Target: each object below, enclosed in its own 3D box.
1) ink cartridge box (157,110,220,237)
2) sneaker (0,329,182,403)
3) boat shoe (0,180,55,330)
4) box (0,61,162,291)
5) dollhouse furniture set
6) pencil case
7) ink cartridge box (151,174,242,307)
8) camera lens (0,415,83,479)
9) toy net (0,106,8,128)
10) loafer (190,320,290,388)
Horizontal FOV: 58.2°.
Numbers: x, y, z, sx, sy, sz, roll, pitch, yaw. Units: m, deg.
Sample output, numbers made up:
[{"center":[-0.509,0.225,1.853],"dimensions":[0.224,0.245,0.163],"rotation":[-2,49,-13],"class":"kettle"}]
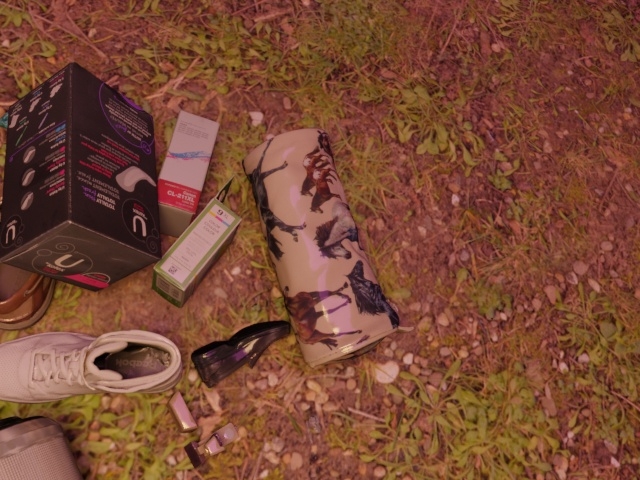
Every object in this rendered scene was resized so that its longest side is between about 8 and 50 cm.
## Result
[{"center":[-0.231,-0.108,0.969],"dimensions":[0.072,0.127,0.175],"rotation":[16,66,-13],"class":"ink cartridge box"},{"center":[-0.341,0.168,0.807],"dimensions":[0.292,0.169,0.108],"rotation":[0,71,-16],"class":"sneaker"},{"center":[-0.442,-0.030,0.881],"dimensions":[0.123,0.116,0.325],"rotation":[4,68,-16],"class":"boat shoe"},{"center":[-0.344,-0.087,0.836],"dimensions":[0.143,0.165,0.271],"rotation":[-24,60,21],"class":"box"},{"center":[-0.171,0.266,0.876],"dimensions":[0.081,0.091,0.114],"rotation":[-21,73,-39],"class":"dollhouse furniture set"},{"center":[0.000,0.000,0.982],"dimensions":[0.183,0.160,0.411],"rotation":[-10,73,-30],"class":"pencil case"},{"center":[-0.189,0.002,0.950],"dimensions":[0.062,0.109,0.209],"rotation":[35,63,-2],"class":"ink cartridge box"},{"center":[-0.381,0.370,0.686],"dimensions":[0.219,0.219,0.274],"rotation":[-24,78,-24],"class":"camera lens"},{"center":[-0.511,-0.179,0.941],"dimensions":[0.232,0.045,0.122],"rotation":[-33,48,-15],"class":"toy net"},{"center":[-0.123,0.180,0.937],"dimensions":[0.169,0.062,0.061],"rotation":[-20,99,-19],"class":"loafer"}]
